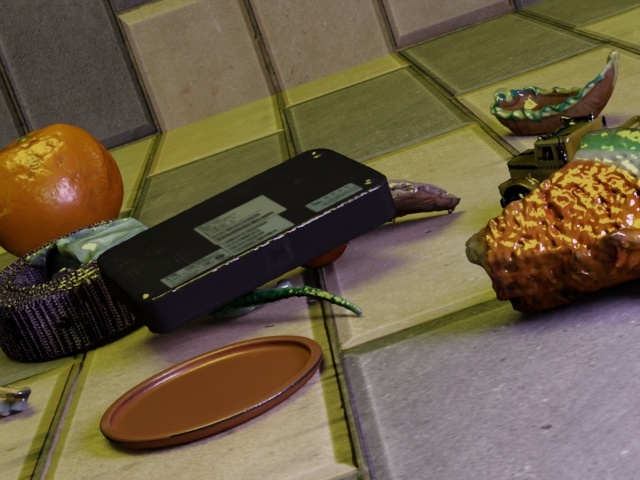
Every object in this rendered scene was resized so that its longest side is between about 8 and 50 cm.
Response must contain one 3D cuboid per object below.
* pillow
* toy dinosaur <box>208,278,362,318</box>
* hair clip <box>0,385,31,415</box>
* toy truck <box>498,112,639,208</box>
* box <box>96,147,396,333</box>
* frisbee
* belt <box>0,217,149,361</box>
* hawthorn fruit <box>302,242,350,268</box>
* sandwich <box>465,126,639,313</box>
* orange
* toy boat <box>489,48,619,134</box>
[{"bbox_3d":[0.063,-0.050,1.949,0.248,0.049,0.135,-8,-14,38],"label":"pillow"},{"bbox_3d":[-0.072,0.053,1.785,0.383,0.076,0.129,-12,21,42],"label":"toy dinosaur"},{"bbox_3d":[-0.418,0.191,1.766,0.062,0.056,0.214,-9,13,-37],"label":"hair clip"},{"bbox_3d":[0.328,-0.089,1.675,0.127,0.127,0.257,-31,14,-37],"label":"toy truck"},{"bbox_3d":[-0.095,-0.008,1.790,0.350,0.058,0.211,-28,27,-18],"label":"box"},{"bbox_3d":[-0.115,0.160,1.517,0.251,0.021,0.251,-19,12,4],"label":"frisbee"},{"bbox_3d":[-0.349,0.065,2.019,0.260,0.122,0.325,-28,16,-17],"label":"belt"},{"bbox_3d":[0.000,0.000,1.901,0.081,0.081,0.093,-9,-13,38],"label":"hawthorn fruit"},{"bbox_3d":[0.289,-0.030,1.406,0.301,0.162,0.250,-16,9,2],"label":"sandwich"},{"bbox_3d":[-0.485,-0.081,2.561,0.261,0.261,0.261,-18,13,4],"label":"orange"},{"bbox_3d":[0.374,-0.217,2.196,0.108,0.099,0.293,-27,8,-29],"label":"toy boat"}]
